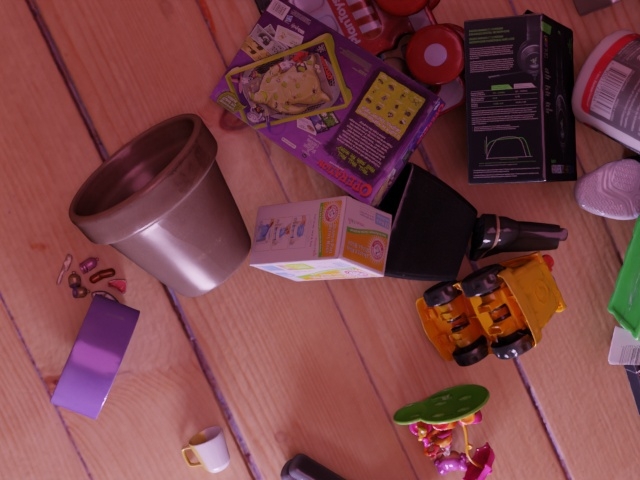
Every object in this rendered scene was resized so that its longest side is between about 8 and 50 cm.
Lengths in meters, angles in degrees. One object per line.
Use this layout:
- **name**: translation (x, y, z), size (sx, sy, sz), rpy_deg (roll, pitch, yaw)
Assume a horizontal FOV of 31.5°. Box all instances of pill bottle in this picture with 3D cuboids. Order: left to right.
- **pill bottle**: translation (0.582, -0.204, 1.833), size (0.319, 0.176, 0.176), rpy_deg (36, 86, 34)

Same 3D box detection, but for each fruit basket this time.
- **fruit basket**: translation (0.673, 0.065, 1.919), size (0.353, 0.165, 0.326), rpy_deg (0, 117, -24)

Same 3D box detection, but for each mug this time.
- **mug**: translation (-0.189, 0.359, 1.930), size (0.062, 0.078, 0.064), rpy_deg (-34, 108, -38)

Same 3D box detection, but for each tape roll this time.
- **tape roll**: translation (-0.362, 0.186, 1.823), size (0.080, 0.189, 0.188), rpy_deg (23, 89, -10)

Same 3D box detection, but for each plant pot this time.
- **plant pot**: translation (-0.231, -0.039, 1.822), size (0.263, 0.263, 0.229), rpy_deg (-41, 114, -5)
- **plant pot**: translation (0.150, -0.023, 1.901), size (0.167, 0.188, 0.187), rpy_deg (18, 89, -24)

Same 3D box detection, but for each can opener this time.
- **can opener**: translation (0.064, 0.446, 1.967), size (0.280, 0.074, 0.093), rpy_deg (28, 54, -10)

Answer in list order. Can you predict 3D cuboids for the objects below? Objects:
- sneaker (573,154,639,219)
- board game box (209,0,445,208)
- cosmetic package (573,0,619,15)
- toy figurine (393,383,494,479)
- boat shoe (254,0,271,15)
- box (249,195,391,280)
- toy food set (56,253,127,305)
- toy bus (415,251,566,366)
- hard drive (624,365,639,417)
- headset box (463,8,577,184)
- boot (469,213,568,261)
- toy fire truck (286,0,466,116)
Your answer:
- **sneaker**: translation (0.534, -0.094, 1.961), size (0.269, 0.153, 0.101), rpy_deg (-10, 94, -18)
- **board game box**: translation (0.006, -0.228, 1.839), size (0.347, 0.056, 0.208), rpy_deg (36, 93, 20)
- **cosmetic package**: translation (0.497, -0.507, 1.943), size (0.151, 0.151, 0.183), rpy_deg (-28, 96, -5)
- **toy figurine**: translation (0.232, 0.355, 1.969), size (0.173, 0.130, 0.159), rpy_deg (-16, 105, 14)
- **boat shoe**: translation (-0.119, -0.440, 1.906), size (0.040, 0.049, 0.142), rpy_deg (-36, 99, -5)
- **box**: translation (0.000, 0.000, 1.809), size (0.114, 0.203, 0.103), rpy_deg (21, 72, -42)
- **toy food set**: translation (-0.377, 0.069, 1.901), size (0.122, 0.019, 0.077), rpy_deg (21, 89, -9)
- **toy bus**: translation (0.307, 0.098, 1.942), size (0.211, 0.220, 0.149), rpy_deg (-35, 100, -42)
- **hard drive**: translation (0.694, 0.294, 2.050), size (0.237, 0.064, 0.338), rpy_deg (-19, 94, -7)
- **headset box**: translation (0.334, -0.235, 1.871), size (0.131, 0.246, 0.282), rpy_deg (-1, 92, 24)
- **boot**: translation (0.326, 0.001, 1.902), size (0.137, 0.198, 0.076), rpy_deg (5, 88, -1)
- **toy fire truck**: translation (0.108, -0.332, 1.904), size (0.254, 0.169, 0.302), rpy_deg (-24, 95, 17)
